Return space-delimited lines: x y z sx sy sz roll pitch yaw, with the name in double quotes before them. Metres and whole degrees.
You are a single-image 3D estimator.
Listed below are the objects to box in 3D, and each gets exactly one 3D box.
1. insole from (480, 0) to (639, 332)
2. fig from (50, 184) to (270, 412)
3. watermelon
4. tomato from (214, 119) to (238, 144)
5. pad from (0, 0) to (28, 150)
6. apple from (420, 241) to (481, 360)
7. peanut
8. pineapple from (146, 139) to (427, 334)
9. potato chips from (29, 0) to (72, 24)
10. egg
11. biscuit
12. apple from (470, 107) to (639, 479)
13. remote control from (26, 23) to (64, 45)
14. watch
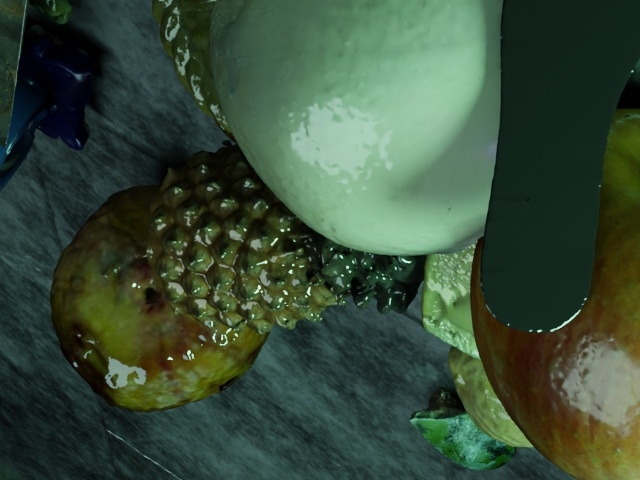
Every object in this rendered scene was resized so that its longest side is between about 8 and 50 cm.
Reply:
"insole" 0.176 -0.106 1.051 0.119 0.348 0.009 9 -179 -14
"fig" -0.178 0.080 1.917 0.286 0.286 0.368 33 -177 14
"watermelon" 0.197 0.238 1.841 0.101 0.080 0.155 -26 114 24
"tomato" -0.077 -0.144 1.572 0.087 0.075 0.087 46 166 15
"pad" -0.477 -0.283 1.654 0.367 0.007 0.248 31 131 17
"apple" 0.234 0.057 1.432 0.265 0.120 0.193 27 138 17
"peanut" 0.208 0.164 1.632 0.159 0.109 0.140 42 153 -8
"pineapple" 0.000 0.002 1.569 0.357 0.223 0.223 4 138 33
"potato chips" -0.442 -0.394 1.633 0.389 0.097 0.373 21 147 32
"egg" 0.019 -0.134 1.170 0.337 0.201 0.337 174 90 -68
"biscuit" -0.093 -0.199 1.423 0.273 0.036 0.187 56 140 6
"apple" 0.255 0.034 1.180 0.301 0.301 0.301 31 152 18
"remote control" -0.366 -0.223 1.881 0.050 0.027 0.184 35 150 -7
"watch" -0.392 -0.146 1.796 0.171 0.200 0.196 29 153 5
